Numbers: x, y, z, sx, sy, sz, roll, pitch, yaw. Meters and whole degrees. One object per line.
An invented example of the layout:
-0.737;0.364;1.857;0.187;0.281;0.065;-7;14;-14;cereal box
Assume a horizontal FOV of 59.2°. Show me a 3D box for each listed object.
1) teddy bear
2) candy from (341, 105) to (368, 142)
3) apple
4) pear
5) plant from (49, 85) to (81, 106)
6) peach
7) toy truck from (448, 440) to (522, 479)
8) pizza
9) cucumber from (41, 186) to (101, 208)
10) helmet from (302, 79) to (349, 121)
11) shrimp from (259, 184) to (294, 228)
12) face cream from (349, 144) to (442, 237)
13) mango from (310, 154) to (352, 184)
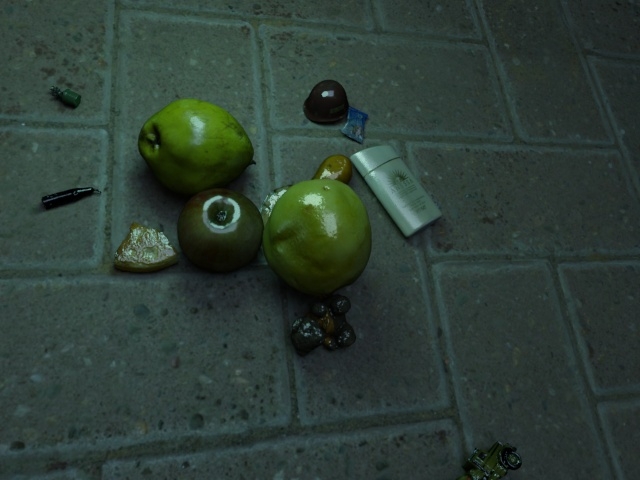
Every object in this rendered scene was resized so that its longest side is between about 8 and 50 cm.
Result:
-0.002;0.252;1.658;0.190;0.177;0.140;-28;31;-26;teddy bear
0.124;-0.425;2.054;0.088;0.038;0.136;23;62;-18;candy
-0.289;-0.038;1.647;0.256;0.234;0.257;5;63;-10;apple
-0.357;-0.279;1.721;0.375;0.287;0.287;9;61;-38;pear
-0.818;-0.463;1.793;0.102;0.051;0.051;22;62;0;plant
0.002;-0.008;1.627;0.316;0.314;0.281;58;25;16;peach
0.450;0.675;1.597;0.257;0.127;0.127;-34;64;-27;toy truck
-0.523;0.020;1.655;0.182;0.062;0.161;-19;79;-18;pizza
-0.738;-0.135;1.672;0.163;0.039;0.043;-23;95;-22;cucumber
0.018;-0.512;2.014;0.175;0.106;0.155;-21;63;-11;helmet
-0.064;-0.014;1.800;0.233;0.071;0.365;-21;74;-14;shrimp
0.263;-0.186;1.956;0.173;0.081;0.348;-28;76;-25;face cream
0.044;-0.220;1.906;0.115;0.089;0.165;30;64;1;mango
